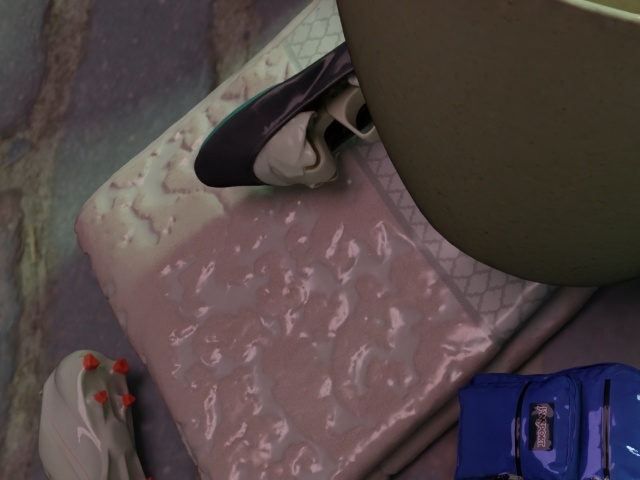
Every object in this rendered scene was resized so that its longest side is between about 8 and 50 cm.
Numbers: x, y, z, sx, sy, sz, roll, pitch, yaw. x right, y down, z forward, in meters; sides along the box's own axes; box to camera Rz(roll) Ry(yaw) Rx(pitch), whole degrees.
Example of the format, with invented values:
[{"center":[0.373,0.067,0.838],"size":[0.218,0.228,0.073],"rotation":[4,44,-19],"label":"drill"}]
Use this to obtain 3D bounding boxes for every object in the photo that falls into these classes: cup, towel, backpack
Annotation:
[{"center":[0.148,-0.114,0.899],"size":[0.331,0.331,0.237],"rotation":[54,147,38],"label":"cup"},{"center":[0.000,0.000,1.105],"size":[0.317,0.053,0.332],"rotation":[-43,51,13],"label":"towel"},{"center":[0.139,0.118,0.923],"size":[0.120,0.101,0.098],"rotation":[-6,73,30],"label":"backpack"}]

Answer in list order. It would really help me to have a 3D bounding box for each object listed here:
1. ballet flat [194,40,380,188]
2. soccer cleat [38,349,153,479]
[{"center":[0.006,-0.080,1.060],"size":[0.203,0.074,0.074],"rotation":[-35,54,15],"label":"ballet flat"},{"center":[-0.155,0.168,1.138],"size":[0.076,0.068,0.196],"rotation":[-38,50,35],"label":"soccer cleat"}]
